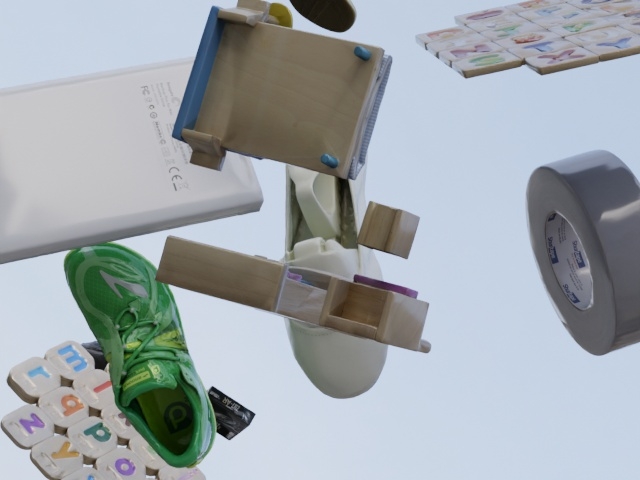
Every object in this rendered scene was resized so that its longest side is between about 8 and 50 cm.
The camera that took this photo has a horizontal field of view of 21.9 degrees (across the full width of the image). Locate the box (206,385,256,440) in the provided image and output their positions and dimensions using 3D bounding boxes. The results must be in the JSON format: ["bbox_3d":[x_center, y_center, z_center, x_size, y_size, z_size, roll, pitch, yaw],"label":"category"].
[{"bbox_3d":[-0.125,0.217,2.068,0.067,0.018,0.083,34,-29,-7],"label":"box"}]

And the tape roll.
[{"bbox_3d":[0.303,0.013,1.810,0.219,0.072,0.219,162,-90,-78],"label":"tape roll"}]

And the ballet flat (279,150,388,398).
[{"bbox_3d":[0.000,0.000,2.028,0.139,0.400,0.139,-2,-33,-1],"label":"ballet flat"}]

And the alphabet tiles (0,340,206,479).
[{"bbox_3d":[-0.283,0.254,2.196,0.284,0.278,0.021,44,-56,13],"label":"alphabet tiles"}]

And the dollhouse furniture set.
[{"bbox_3d":[0.023,-0.065,1.612,0.286,0.303,0.198,14,-3,30],"label":"dollhouse furniture set"}]

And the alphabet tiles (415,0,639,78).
[{"bbox_3d":[0.256,-0.218,1.674,0.342,0.285,0.011,-120,-163,-72],"label":"alphabet tiles"}]

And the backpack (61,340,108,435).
[{"bbox_3d":[-0.326,0.229,2.526,0.117,0.173,0.158,11,-86,18],"label":"backpack"}]

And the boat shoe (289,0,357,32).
[{"bbox_3d":[-0.020,-0.279,1.738,0.153,0.048,0.056,36,-54,5],"label":"boat shoe"}]

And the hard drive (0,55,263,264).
[{"bbox_3d":[-0.240,-0.097,1.874,0.040,0.308,0.203,116,-42,-61],"label":"hard drive"}]

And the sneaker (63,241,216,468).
[{"bbox_3d":[-0.200,0.131,1.912,0.295,0.109,0.123,62,1,-9],"label":"sneaker"}]
